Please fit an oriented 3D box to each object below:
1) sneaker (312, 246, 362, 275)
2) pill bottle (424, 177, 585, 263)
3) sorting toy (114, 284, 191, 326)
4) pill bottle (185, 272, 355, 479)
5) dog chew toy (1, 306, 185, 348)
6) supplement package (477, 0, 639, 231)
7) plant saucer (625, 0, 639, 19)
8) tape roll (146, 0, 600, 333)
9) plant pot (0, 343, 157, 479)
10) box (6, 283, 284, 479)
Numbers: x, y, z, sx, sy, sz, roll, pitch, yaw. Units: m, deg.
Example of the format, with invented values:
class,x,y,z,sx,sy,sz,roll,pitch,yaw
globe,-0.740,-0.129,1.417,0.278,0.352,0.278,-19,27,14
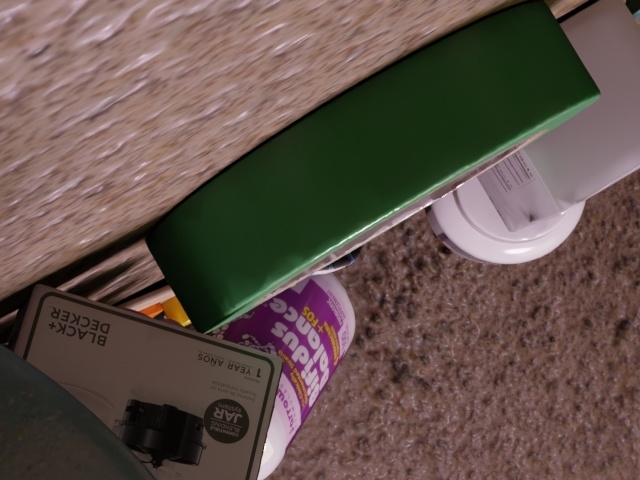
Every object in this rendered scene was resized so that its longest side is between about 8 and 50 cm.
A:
class,x,y,z,sx,sy,sz,roll,pitch,yaw
sneaker,0.000,0.000,1.364,0.081,0.080,0.211,-36,174,34
pill bottle,0.209,-0.060,1.530,0.176,0.176,0.318,-31,178,2
sorting toy,-0.181,0.087,1.321,0.196,0.047,0.347,-29,176,-40
pill bottle,-0.090,0.152,1.405,0.169,0.169,0.301,-33,-164,41
dog chew toy,-0.220,0.169,0.936,0.332,0.207,0.206,-39,-179,-24
supplement package,0.208,-0.103,1.161,0.139,0.134,0.244,-30,178,-3
plant saucer,0.311,-0.230,1.162,0.119,0.021,0.119,-30,178,-1
tape roll,0.036,-0.047,0.921,0.321,0.077,0.321,-31,177,-2
plant pot,-0.190,0.174,0.602,0.247,0.252,0.248,-29,177,-26
box,-0.140,0.191,0.803,0.169,0.290,0.087,18,160,-17
